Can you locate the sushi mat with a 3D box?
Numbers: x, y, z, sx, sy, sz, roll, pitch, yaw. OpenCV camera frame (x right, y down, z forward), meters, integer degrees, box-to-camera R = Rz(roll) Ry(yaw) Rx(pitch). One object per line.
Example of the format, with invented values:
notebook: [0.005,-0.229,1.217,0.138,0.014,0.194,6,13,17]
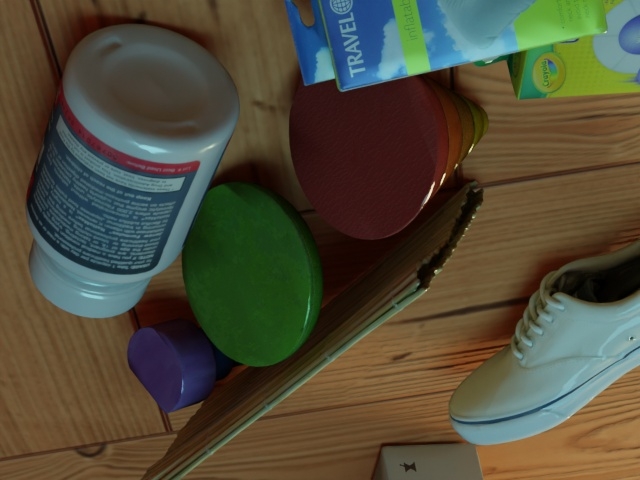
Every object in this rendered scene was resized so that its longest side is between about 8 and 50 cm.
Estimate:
sushi mat: [-0.011,0.077,1.104,0.019,0.151,0.316,47,122,-5]

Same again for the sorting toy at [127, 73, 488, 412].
sorting toy: [0.000,0.000,1.063,0.126,0.127,0.365,-14,155,-45]

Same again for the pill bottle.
pill bottle: [-0.126,-0.036,0.963,0.108,0.108,0.180,8,137,-20]

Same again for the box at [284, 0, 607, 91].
box: [0.065,-0.153,0.876,0.178,0.042,0.109,-13,106,5]

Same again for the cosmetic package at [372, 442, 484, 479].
cosmetic package: [0.100,0.409,1.323,0.097,0.377,0.284,-2,140,-10]

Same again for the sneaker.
sneaker: [0.193,0.064,1.174,0.258,0.094,0.091,-34,116,21]

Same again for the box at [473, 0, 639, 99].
box: [0.188,-0.140,0.952,0.179,0.043,0.105,-3,140,-5]
